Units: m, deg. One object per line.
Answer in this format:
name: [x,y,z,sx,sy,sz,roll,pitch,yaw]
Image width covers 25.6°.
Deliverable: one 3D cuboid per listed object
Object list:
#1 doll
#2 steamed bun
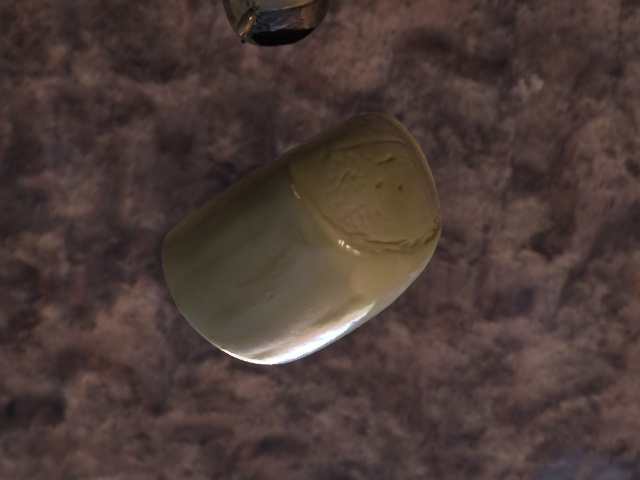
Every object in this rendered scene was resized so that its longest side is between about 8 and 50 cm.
doll: [-0.022,-0.190,0.939,0.089,0.102,0.179,23,-39,-10]
steamed bun: [0.000,0.000,1.161,0.200,0.250,0.155,-31,-87,27]
